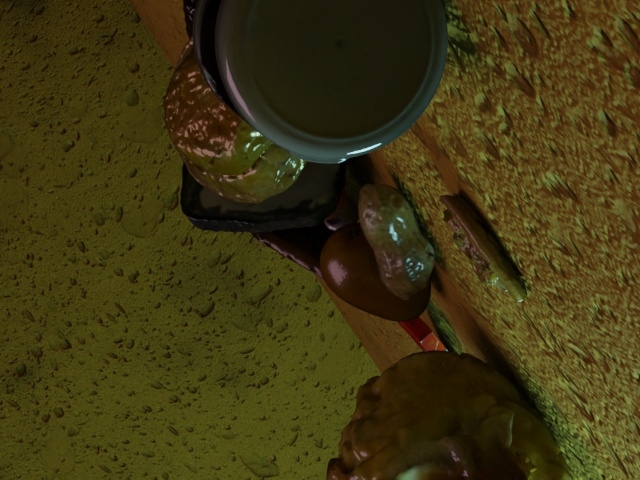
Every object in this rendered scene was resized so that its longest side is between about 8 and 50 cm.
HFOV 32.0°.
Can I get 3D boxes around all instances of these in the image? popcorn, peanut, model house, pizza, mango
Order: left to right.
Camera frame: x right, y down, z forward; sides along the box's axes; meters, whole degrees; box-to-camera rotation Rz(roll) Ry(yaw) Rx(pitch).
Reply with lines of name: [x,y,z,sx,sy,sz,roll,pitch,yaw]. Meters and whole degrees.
model house: [-0.056,-0.079,1.901,0.301,0.271,0.190,38,-129,-66]
mango: [0.101,0.055,1.839,0.221,0.151,0.120,31,-137,-24]
peanut: [0.118,0.000,1.694,0.214,0.099,0.099,65,171,-28]
popcorn: [0.210,0.379,1.755,0.354,0.344,0.390,41,-165,-29]
pizza: [0.193,0.010,1.367,0.160,0.036,0.099,56,174,2]

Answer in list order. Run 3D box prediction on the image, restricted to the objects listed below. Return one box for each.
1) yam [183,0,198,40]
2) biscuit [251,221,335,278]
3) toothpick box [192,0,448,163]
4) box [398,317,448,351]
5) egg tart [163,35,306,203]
yam: [-0.168,-0.366,1.873,0.131,0.131,0.279,56,174,6]
biscuit: [0.001,0.000,2.061,0.359,0.046,0.359,25,-165,-7]
toothpick box: [-0.007,-0.202,1.114,0.229,0.229,0.316,58,176,-17]
box: [0.209,0.201,2.108,0.139,0.035,0.245,47,179,43]
egg tart: [-0.139,-0.203,1.676,0.128,0.319,0.319,-13,-118,-51]
